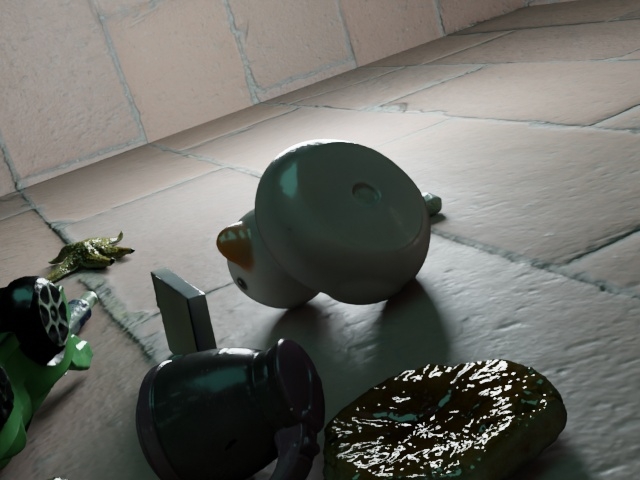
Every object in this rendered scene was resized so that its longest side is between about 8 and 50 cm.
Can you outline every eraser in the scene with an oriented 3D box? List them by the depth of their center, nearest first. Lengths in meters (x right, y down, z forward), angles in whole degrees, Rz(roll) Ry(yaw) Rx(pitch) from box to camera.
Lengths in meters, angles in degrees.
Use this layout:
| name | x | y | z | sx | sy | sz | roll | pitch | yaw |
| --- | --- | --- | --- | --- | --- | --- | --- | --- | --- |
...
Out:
| name | x | y | z | sx | sy | sz | roll | pitch | yaw |
| --- | --- | --- | --- | --- | --- | --- | --- | --- | --- |
| eraser | -0.151 | 0.094 | 0.972 | 0.023 | 0.104 | 0.150 | -16 | 16 | -22 |

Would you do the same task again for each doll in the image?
| name | x | y | z | sx | sy | sz | roll | pitch | yaw |
| --- | --- | --- | --- | --- | --- | --- | --- | --- | --- |
| doll | 0.000 | 0.000 | 1.041 | 0.251 | 0.221 | 0.221 | 0 | 8 | -28 |

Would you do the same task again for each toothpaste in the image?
| name | x | y | z | sx | sy | sz | roll | pitch | yaw |
| --- | --- | --- | --- | --- | --- | --- | --- | --- | --- |
| toothpaste | -0.358 | 0.129 | 1.173 | 0.062 | 0.037 | 0.216 | -12 | 22 | 19 |

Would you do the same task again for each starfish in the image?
| name | x | y | z | sx | sy | sz | roll | pitch | yaw |
| --- | --- | --- | --- | --- | --- | --- | --- | --- | --- |
| starfish | -0.420 | 0.028 | 1.543 | 0.223 | 0.050 | 0.217 | -9 | 26 | 41 |

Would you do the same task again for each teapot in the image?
| name | x | y | z | sx | sy | sz | roll | pitch | yaw |
| --- | --- | --- | --- | --- | --- | --- | --- | --- | --- |
| teapot | -0.068 | 0.143 | 0.692 | 0.146 | 0.116 | 0.148 | -24 | 21 | 16 |

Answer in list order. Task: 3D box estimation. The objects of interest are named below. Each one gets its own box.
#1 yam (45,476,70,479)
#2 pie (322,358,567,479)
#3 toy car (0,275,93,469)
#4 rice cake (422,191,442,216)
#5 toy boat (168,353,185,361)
| name | x | y | z | sx | sy | sz | roll | pitch | yaw |
| --- | --- | --- | --- | --- | --- | --- | --- | --- | --- |
| yam | -0.186 | 0.252 | 0.592 | 0.061 | 0.061 | 0.274 | -20 | 19 | -10 |
| pie | 0.087 | 0.149 | 0.674 | 0.195 | 0.046 | 0.195 | -17 | 15 | 5 |
| toy car | -0.371 | 0.156 | 0.891 | 0.213 | 0.176 | 0.359 | -13 | 24 | 6 |
| rice cake | 0.089 | -0.026 | 1.232 | 0.180 | 0.030 | 0.042 | -23 | 24 | -19 |
| toy boat | -0.129 | 0.148 | 0.846 | 0.059 | 0.066 | 0.140 | -22 | 17 | -4 |
